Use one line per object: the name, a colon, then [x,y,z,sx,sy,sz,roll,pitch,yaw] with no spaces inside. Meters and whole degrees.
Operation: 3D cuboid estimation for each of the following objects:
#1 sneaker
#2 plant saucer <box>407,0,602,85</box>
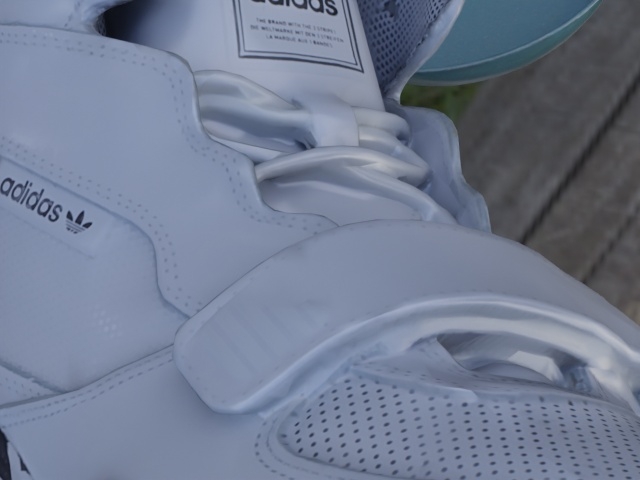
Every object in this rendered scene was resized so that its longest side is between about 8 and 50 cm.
sneaker: [0.000,0.000,0.420,0.137,0.366,0.210,10,88,-35]
plant saucer: [0.054,-0.091,0.661,0.119,0.119,0.021,-36,131,-17]
